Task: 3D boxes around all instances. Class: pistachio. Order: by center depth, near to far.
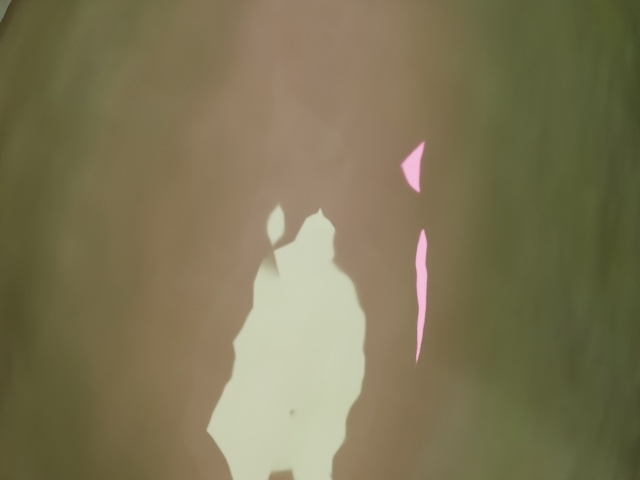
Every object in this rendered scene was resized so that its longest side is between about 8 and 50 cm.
[{"bbox_3d":[0.000,0.000,0.528,0.213,0.193,0.318,14,93,-6],"label":"pistachio"}]
